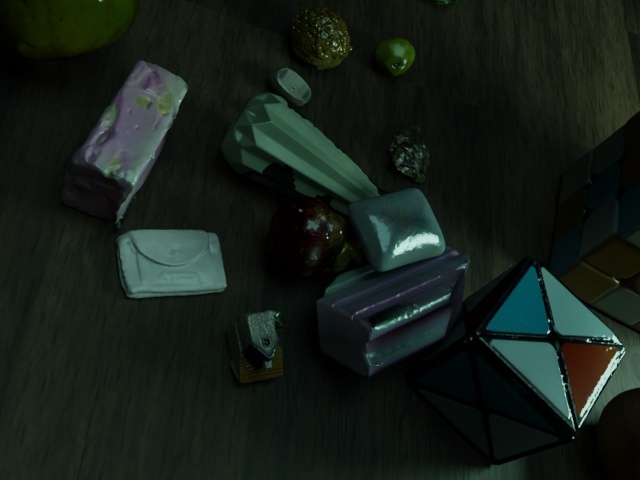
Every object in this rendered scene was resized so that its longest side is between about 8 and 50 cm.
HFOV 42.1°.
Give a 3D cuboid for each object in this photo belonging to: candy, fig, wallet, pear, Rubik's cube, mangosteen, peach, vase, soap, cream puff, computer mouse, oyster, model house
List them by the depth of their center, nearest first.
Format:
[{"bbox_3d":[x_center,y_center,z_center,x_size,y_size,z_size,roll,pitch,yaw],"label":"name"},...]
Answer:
[{"bbox_3d":[-0.096,0.178,1.385,0.088,0.101,0.100,-2,65,-30],"label":"model house"},{"bbox_3d":[-0.331,-0.167,1.428,0.116,0.155,0.265,27,54,-8],"label":"candy"},{"bbox_3d":[-0.255,0.037,1.429,0.183,0.032,0.124,-1,66,-28],"label":"wallet"},{"bbox_3d":[-0.466,-0.490,1.430,0.344,0.343,0.343,12,58,-21],"label":"fig"},{"bbox_3d":[0.143,0.111,1.489,0.324,0.109,0.193,-21,30,-34],"label":"soap"},{"bbox_3d":[0.348,0.221,1.496,0.246,0.248,0.250,43,54,2],"label":"Rubik's cube"},{"bbox_3d":[0.140,-0.022,1.499,0.174,0.071,0.138,-15,76,-37],"label":"candy"},{"bbox_3d":[-0.006,-0.010,1.501,0.182,0.156,0.145,-8,83,-12],"label":"mangosteen"},{"bbox_3d":[0.651,0.394,1.563,0.253,0.252,0.252,12,58,-21],"label":"peach"},{"bbox_3d":[-0.009,-0.132,1.582,0.360,0.165,0.165,32,53,-13],"label":"vase"},{"bbox_3d":[-0.066,-0.316,1.722,0.096,0.039,0.066,41,53,-10],"label":"computer mouse"},{"bbox_3d":[0.197,-0.196,1.779,0.103,0.051,0.148,20,45,-25],"label":"oyster"},{"bbox_3d":[0.740,-0.036,1.782,0.347,0.344,0.346,29,55,-11],"label":"Rubik's cube"},{"bbox_3d":[-0.001,-0.441,1.785,0.126,0.103,0.144,-32,74,-35],"label":"cream puff"},{"bbox_3d":[0.170,-0.412,1.867,0.092,0.092,0.096,6,60,-24],"label":"pear"}]

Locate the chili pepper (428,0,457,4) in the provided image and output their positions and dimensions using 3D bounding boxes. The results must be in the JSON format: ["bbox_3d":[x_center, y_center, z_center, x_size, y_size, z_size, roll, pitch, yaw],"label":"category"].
[{"bbox_3d":[0.267,-0.630,2.064,0.182,0.050,0.073,22,62,-11],"label":"chili pepper"}]
